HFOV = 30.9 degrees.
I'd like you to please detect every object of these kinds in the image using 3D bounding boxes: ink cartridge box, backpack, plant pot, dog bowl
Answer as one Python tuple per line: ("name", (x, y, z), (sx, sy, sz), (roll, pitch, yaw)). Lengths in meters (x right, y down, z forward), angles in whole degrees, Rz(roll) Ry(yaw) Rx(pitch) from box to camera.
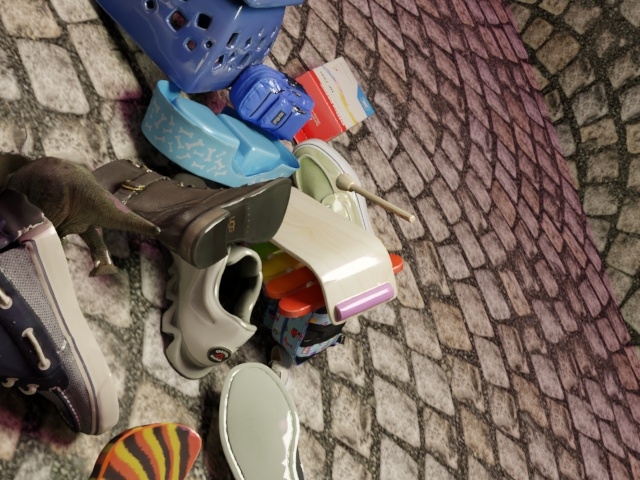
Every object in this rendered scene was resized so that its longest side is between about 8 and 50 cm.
("ink cartridge box", (0.006, -0.261, 2.223), (0.134, 0.078, 0.231), (59, 28, -5))
("backpack", (-0.078, -0.224, 1.863), (0.120, 0.098, 0.101), (29, 16, -38))
("backpack", (-0.018, 0.102, 1.755), (0.117, 0.158, 0.173), (30, 25, 15))
("plant pot", (-0.175, -0.390, 1.824), (0.236, 0.212, 0.236), (47, 25, 7))
("dog bowl", (-0.157, -0.150, 1.792), (0.166, 0.074, 0.297), (47, 16, 32))

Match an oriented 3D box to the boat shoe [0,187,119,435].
("boat shoe", (-0.332, 0.113, 1.232), (0.158, 0.127, 0.340), (-33, 133, -25))

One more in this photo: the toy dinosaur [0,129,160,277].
("toy dinosaur", (-0.312, -0.034, 1.335), (0.121, 0.314, 0.160), (-22, 108, -37))

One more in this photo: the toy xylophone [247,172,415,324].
("toy xylophone", (0.000, 0.000, 1.699), (0.323, 0.236, 0.081), (42, -36, 52))

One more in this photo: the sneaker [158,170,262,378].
("sneaker", (-0.143, 0.023, 1.636), (0.122, 0.146, 0.330), (29, 40, -45))

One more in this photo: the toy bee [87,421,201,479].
("toy bee", (-0.238, 0.313, 1.188), (0.162, 0.195, 0.298), (23, 52, -17))

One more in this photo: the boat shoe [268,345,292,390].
("boat shoe", (-0.064, 0.195, 1.730), (0.035, 0.035, 0.100), (41, 30, -23))

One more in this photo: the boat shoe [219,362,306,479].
("boat shoe", (-0.074, 0.314, 1.546), (0.114, 0.091, 0.302), (-5, 62, -13))

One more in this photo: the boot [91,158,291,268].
("boot", (-0.187, -0.063, 1.565), (0.229, 0.091, 0.263), (24, 29, 26))

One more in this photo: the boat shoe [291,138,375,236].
("boat shoe", (0.029, -0.035, 2.026), (0.302, 0.109, 0.094), (63, 29, -3))
